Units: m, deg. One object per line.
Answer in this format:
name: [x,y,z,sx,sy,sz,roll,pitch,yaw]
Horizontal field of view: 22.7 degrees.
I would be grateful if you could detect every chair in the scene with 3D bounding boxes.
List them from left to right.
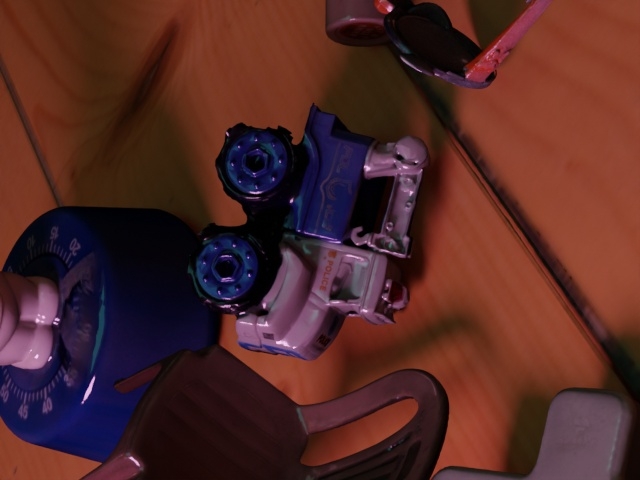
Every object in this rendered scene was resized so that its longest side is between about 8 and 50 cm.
chair: [-0.065,0.177,1.317,0.326,0.183,0.175,-37,20,50]

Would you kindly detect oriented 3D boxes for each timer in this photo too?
timer: [-0.323,0.071,1.559,0.270,0.383,0.270,-18,66,48]

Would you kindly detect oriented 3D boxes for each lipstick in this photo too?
lipstick: [0.040,-0.308,1.459,0.070,0.070,0.254,-16,69,48]

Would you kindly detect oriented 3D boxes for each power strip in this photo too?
power strip: [0.184,0.202,1.131,0.265,0.059,0.194,0,70,44]

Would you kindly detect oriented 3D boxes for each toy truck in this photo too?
toy truck: [0.000,0.000,1.377,0.177,0.161,0.213,13,83,16]

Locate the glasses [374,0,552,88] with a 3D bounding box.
glasses: [0.134,-0.280,1.291,0.268,0.118,0.234,-49,50,32]
